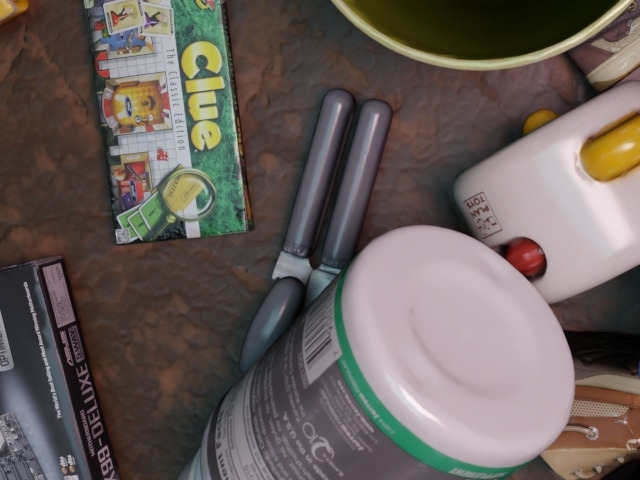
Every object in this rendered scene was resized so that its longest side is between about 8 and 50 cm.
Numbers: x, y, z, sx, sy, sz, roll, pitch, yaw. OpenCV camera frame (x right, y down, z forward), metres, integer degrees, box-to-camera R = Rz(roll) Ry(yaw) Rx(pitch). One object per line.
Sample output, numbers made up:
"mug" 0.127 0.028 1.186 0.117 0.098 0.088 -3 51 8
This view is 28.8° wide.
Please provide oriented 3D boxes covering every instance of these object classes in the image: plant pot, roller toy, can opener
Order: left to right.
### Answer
"can opener" 0.000 0.000 1.153 0.074 0.093 0.280 17 94 9
"plant pot" 0.135 -0.267 0.992 0.275 0.293 0.275 1 95 10
"roller toy" 0.214 -0.044 1.050 0.191 0.209 0.146 -29 89 21

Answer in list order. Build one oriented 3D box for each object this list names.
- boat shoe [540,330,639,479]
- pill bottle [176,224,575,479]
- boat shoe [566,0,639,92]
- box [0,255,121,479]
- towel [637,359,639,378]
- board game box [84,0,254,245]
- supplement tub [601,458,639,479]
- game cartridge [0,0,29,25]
"boat shoe" 0.230 0.147 1.117 0.324 0.122 0.120 10 104 17
"pill bottle" 0.025 0.164 1.039 0.204 0.204 0.361 44 133 3
"boat shoe" 0.305 -0.223 1.076 0.223 0.080 0.073 -43 93 16
"box" -0.338 0.189 1.233 0.242 0.076 0.307 -12 94 11
"towel" 0.351 -0.051 1.007 0.040 0.243 0.336 23 101 26
"board game box" -0.145 -0.130 1.191 0.136 0.030 0.260 -7 95 8
"supplement tub" 0.320 0.300 1.115 0.106 0.106 0.198 -37 89 12
"game cartridge" -0.482 -0.273 1.196 0.323 0.053 0.285 -25 101 18
